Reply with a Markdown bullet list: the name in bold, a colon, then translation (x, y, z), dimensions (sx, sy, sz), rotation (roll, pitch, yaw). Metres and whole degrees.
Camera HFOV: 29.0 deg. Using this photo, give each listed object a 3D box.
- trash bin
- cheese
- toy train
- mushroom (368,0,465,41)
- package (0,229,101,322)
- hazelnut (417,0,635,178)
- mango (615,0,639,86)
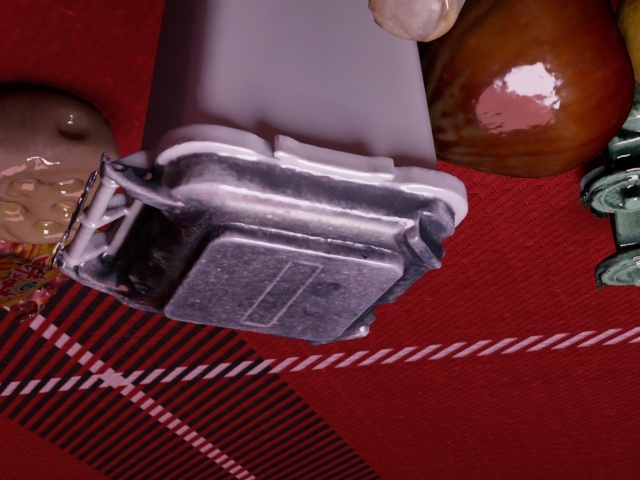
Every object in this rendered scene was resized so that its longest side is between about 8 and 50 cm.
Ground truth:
- **trash bin**: translation (-0.056, -0.122, 1.054), dimensions (0.296, 0.368, 0.256), rotation (9, 151, -18)
- **cheese**: translation (-0.340, -0.079, 1.431), dimensions (0.235, 0.117, 0.218), rotation (-9, 153, 7)
- **toy train**: translation (0.408, -0.077, 1.359), dimensions (0.253, 0.160, 0.397), rotation (-11, 153, 11)
- **mushroom**: translation (0.101, -0.270, 0.952), dimensions (0.206, 0.209, 0.206), rotation (0, 127, 0)
- **package**: translation (-0.429, 0.000, 1.627), dimensions (0.223, 0.108, 0.288), rotation (-24, 148, 29)
- **hazelnut**: translation (0.170, -0.150, 1.146), dimensions (0.217, 0.217, 0.251), rotation (9, 177, -14)
- **mango**: translation (0.403, -0.199, 1.137), dimensions (0.262, 0.130, 0.167), rotation (-1, 154, -6)
